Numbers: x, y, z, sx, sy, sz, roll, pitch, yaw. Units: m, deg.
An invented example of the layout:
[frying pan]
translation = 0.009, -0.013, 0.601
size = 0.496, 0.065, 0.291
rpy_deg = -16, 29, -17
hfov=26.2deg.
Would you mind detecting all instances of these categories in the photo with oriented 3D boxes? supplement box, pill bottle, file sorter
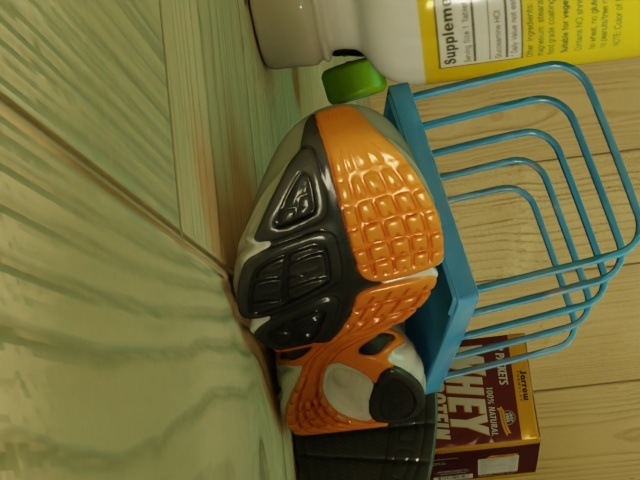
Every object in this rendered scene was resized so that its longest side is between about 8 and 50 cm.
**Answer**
[supplement box]
translation = 0.160, 0.211, 1.661
size = 0.194, 0.191, 0.129
rpy_deg = 74, 10, -67
[pill bottle]
translation = 0.121, -0.202, 0.892
size = 0.188, 0.334, 0.187
rpy_deg = -7, 90, -85
[file sorter]
translation = 0.094, -0.006, 0.744
size = 0.170, 0.105, 0.118
rpy_deg = 94, -20, -69

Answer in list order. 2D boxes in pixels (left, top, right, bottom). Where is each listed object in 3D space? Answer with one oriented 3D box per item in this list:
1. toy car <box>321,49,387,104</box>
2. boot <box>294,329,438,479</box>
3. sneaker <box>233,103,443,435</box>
[toy car]
translation = 0.069, -0.206, 1.076
size = 0.188, 0.149, 0.155
rpy_deg = -11, -83, 67
[boot]
translation = 0.029, 0.093, 0.895
size = 0.178, 0.085, 0.236
rpy_deg = 79, 6, -70
[sneaker]
translation = 0.000, 0.000, 0.700
size = 0.262, 0.099, 0.121
rpy_deg = 90, -11, -58
